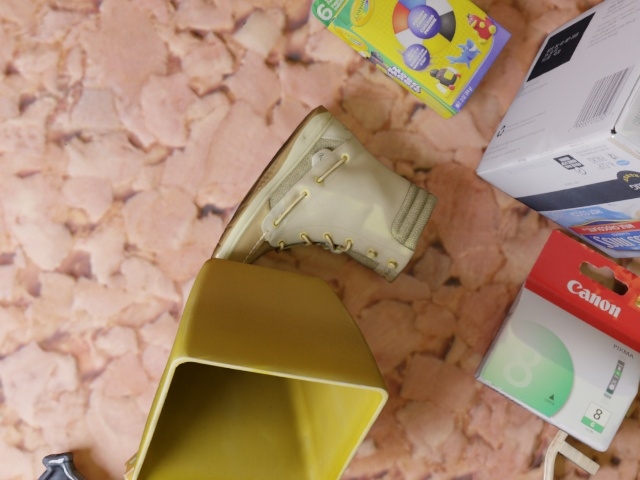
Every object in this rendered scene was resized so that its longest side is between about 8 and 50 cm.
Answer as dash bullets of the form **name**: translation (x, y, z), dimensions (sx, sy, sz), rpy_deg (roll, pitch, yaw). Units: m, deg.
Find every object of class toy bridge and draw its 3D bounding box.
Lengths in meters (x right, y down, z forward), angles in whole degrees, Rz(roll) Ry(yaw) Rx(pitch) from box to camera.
- **toy bridge**: translation (0.323, 0.275, 1.157), dimensions (0.063, 0.026, 0.188), rpy_deg (35, 81, -5)

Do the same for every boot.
- **boot**: translation (0.000, 0.000, 1.074), dimensions (0.203, 0.095, 0.262), rpy_deg (36, 78, -9)

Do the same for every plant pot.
- **plant pot**: translation (-0.072, 0.140, 0.974), dimensions (0.212, 0.187, 0.212), rpy_deg (12, 129, -16)

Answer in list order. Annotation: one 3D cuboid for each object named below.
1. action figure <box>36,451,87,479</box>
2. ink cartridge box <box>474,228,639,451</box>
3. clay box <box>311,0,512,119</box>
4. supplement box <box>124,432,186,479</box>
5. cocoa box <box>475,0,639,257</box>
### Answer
- **action figure**: translation (-0.285, 0.423, 0.955), dimensions (0.330, 0.178, 0.341), rpy_deg (-29, 90, -1)
- **ink cartridge box**: translation (0.323, 0.120, 1.137), dimensions (0.181, 0.056, 0.224), rpy_deg (30, 84, 2)
- **clay box**: translation (0.111, -0.269, 1.126), dimensions (0.222, 0.053, 0.127), rpy_deg (36, 81, -9)
- **supplement box**: translation (-0.121, 0.322, 1.039), dimensions (0.080, 0.078, 0.233), rpy_deg (-44, 97, -10)
- **cocoa box**: translation (0.378, -0.131, 1.023), dimensions (0.228, 0.347, 0.231), rpy_deg (31, 82, -9)
